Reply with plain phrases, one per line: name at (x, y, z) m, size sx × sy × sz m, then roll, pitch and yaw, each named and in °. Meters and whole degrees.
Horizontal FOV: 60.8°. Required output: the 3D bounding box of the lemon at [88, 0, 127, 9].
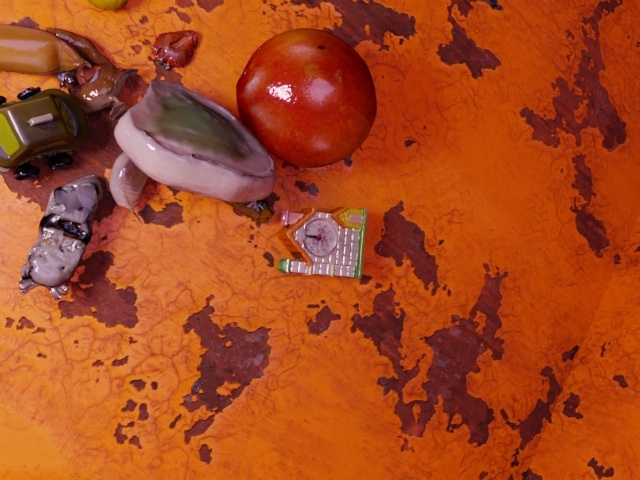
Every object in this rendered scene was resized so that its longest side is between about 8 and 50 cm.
lemon at (-0.552, -0.648, 1.398) m, size 0.133 × 0.109 × 0.109 m, roll -13°, pitch 95°, yaw -40°

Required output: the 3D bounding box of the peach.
peach at (-0.044, -0.389, 1.503) m, size 0.389 × 0.388 × 0.388 m, roll 0°, pitch 89°, yaw -26°

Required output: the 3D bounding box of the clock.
clock at (0.000, 0.000, 1.656) m, size 0.255 × 0.106 × 0.219 m, roll 6°, pitch 87°, yaw -25°

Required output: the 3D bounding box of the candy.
candy at (-0.307, -0.228, 1.398) m, size 0.427 × 0.386 × 0.186 m, roll 20°, pitch 120°, yaw -27°

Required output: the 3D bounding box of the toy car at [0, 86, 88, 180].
toy car at (-0.665, -0.263, 1.274) m, size 0.248 × 0.198 × 0.204 m, roll -30°, pitch 106°, yaw -38°

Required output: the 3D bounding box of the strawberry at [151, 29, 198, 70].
strawberry at (-0.399, -0.533, 1.504) m, size 0.152 × 0.048 × 0.104 m, roll -45°, pitch 111°, yaw -16°

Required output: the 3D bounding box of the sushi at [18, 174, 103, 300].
sushi at (-0.630, -0.018, 1.340) m, size 0.124 × 0.130 × 0.332 m, roll 20°, pitch 80°, yaw -24°

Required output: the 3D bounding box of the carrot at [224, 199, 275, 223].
carrot at (-0.238, -0.122, 1.570) m, size 0.229 × 0.069 × 0.069 m, roll 30°, pitch 77°, yaw -21°

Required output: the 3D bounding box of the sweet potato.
sweet potato at (-0.607, -0.492, 1.404) m, size 0.195 × 0.056 × 0.056 m, roll 28°, pitch 78°, yaw -29°

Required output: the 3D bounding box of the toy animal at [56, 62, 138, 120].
toy animal at (-0.568, -0.406, 1.406) m, size 0.179 × 0.089 × 0.188 m, roll 42°, pitch 77°, yaw -3°

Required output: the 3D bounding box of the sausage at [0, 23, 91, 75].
sausage at (-0.728, -0.458, 1.310) m, size 0.328 × 0.112 × 0.112 m, roll 0°, pitch 89°, yaw -23°

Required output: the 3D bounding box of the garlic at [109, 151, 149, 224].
garlic at (-0.490, -0.154, 1.437) m, size 0.129 × 0.090 × 0.198 m, roll 25°, pitch 74°, yaw -36°
